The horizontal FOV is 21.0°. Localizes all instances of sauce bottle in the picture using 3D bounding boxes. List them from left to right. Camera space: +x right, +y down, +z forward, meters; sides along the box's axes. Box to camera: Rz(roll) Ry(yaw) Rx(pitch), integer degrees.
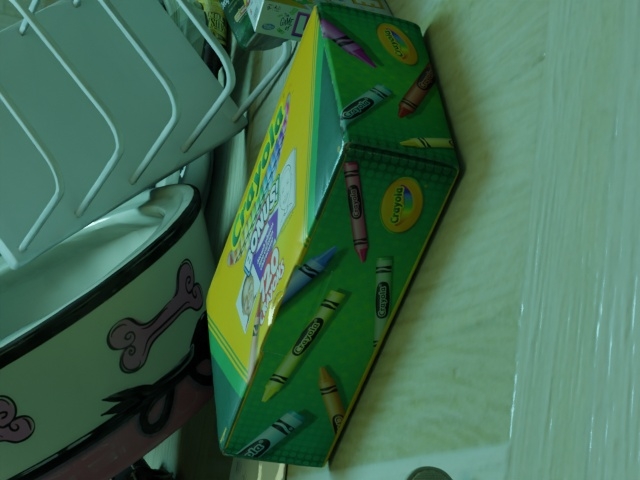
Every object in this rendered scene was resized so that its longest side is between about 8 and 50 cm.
[{"bbox_3d":[-0.116,-0.204,1.795,0.042,0.042,0.128,120,152,-50],"label":"sauce bottle"}]

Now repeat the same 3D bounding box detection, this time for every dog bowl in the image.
[{"bbox_3d":[-0.251,0.115,1.503,0.150,0.408,0.408,62,170,-13],"label":"dog bowl"}]

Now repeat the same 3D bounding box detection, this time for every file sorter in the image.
[{"bbox_3d":[-0.196,-0.146,1.517,0.193,0.278,0.173,53,148,4],"label":"file sorter"}]

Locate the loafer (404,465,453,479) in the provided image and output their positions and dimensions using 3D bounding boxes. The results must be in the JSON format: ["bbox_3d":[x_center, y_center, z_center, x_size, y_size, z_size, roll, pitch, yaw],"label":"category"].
[{"bbox_3d":[0.057,0.187,0.946,0.039,0.045,0.125,114,158,-58],"label":"loafer"}]

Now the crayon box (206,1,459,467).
[{"bbox_3d":[0.000,0.000,1.185,0.165,0.081,0.278,-100,26,-50],"label":"crayon box"}]

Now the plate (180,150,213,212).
[{"bbox_3d":[-0.167,-0.044,1.856,0.278,0.045,0.277,-107,31,-58],"label":"plate"}]

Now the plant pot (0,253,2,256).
[{"bbox_3d":[-0.342,0.007,1.883,0.272,0.255,0.271,-170,90,-74],"label":"plant pot"}]

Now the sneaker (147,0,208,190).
[{"bbox_3d":[-0.198,-0.108,1.701,0.110,0.122,0.283,176,103,-72],"label":"sneaker"}]

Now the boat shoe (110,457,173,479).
[{"bbox_3d":[-0.159,0.253,1.651,0.065,0.075,0.206,-33,18,3],"label":"boat shoe"}]

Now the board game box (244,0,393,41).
[{"bbox_3d":[-0.007,-0.184,1.288,0.154,0.103,0.026,-110,34,-60],"label":"board game box"}]

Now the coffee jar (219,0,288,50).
[{"bbox_3d":[-0.062,-0.256,1.427,0.096,0.079,0.184,-40,73,56],"label":"coffee jar"}]

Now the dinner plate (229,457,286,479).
[{"bbox_3d":[-0.054,0.191,1.372,0.141,0.017,0.141,-169,90,-75],"label":"dinner plate"}]
